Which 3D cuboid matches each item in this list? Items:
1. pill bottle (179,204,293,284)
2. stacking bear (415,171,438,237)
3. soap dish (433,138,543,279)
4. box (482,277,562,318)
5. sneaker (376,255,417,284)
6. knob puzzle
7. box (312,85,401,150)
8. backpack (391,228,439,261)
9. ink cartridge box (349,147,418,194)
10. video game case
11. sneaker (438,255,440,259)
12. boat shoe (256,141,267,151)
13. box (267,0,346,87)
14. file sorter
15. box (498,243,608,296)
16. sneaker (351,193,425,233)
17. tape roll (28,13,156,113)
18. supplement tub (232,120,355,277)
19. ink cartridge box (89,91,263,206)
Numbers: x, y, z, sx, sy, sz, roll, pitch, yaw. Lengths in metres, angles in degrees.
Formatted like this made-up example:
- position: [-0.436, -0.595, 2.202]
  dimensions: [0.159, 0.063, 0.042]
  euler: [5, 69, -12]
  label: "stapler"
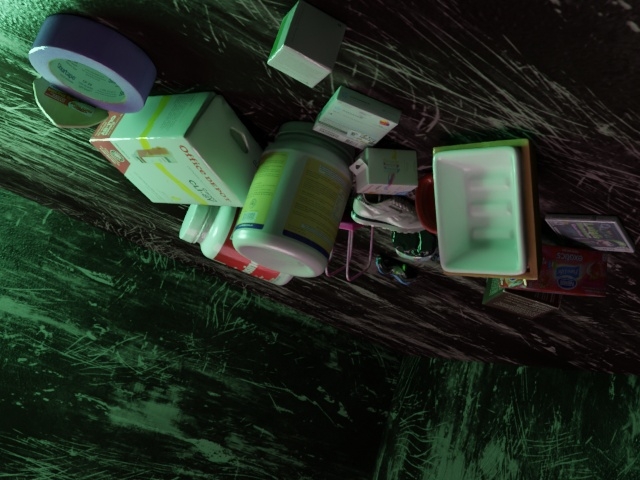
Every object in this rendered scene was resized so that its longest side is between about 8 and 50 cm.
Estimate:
- position: [-0.273, -0.012, 2.392]
  dimensions: [0.407, 0.229, 0.229]
  euler: [23, 163, -18]
  label: "pill bottle"
- position: [0.380, -0.046, 1.728]
  dimensions: [0.175, 0.164, 0.289]
  euler: [3, 163, 39]
  label: "stacking bear"
- position: [0.364, -0.067, 1.466]
  dimensions: [0.229, 0.291, 0.118]
  euler: [1, -170, 43]
  label: "soap dish"
- position: [0.600, 0.117, 1.996]
  dimensions: [0.167, 0.168, 0.203]
  euler: [17, 165, 1]
  label: "box"
- position: [0.282, 0.100, 2.504]
  dimensions: [0.188, 0.067, 0.078]
  euler: [28, 140, -26]
  label: "sneaker"
- position: [-0.628, -0.347, 1.704]
  dimensions: [0.213, 0.213, 0.030]
  euler: [24, 138, -20]
  label: "knob puzzle"
- position: [0.076, -0.266, 1.507]
  dimensions: [0.145, 0.038, 0.186]
  euler: [20, 165, -11]
  label: "box"
- position: [0.294, 0.007, 2.014]
  dimensions: [0.152, 0.115, 0.182]
  euler: [19, -176, 23]
  label: "backpack"
- position: [0.147, -0.163, 1.611]
  dimensions: [0.143, 0.090, 0.092]
  euler: [1, 169, -15]
  label: "ink cartridge box"
- position: [0.685, -0.018, 1.720]
  dimensions: [0.173, 0.022, 0.190]
  euler: [4, 159, 39]
  label: "video game case"
- position: [0.426, 0.024, 2.031]
  dimensions: [0.090, 0.081, 0.232]
  euler: [27, 162, -8]
  label: "sneaker"
- position: [-0.131, -0.212, 1.859]
  dimensions: [0.183, 0.066, 0.066]
  euler: [26, 161, -27]
  label: "boat shoe"
- position: [-0.024, -0.350, 1.215]
  dimensions: [0.102, 0.101, 0.087]
  euler: [24, 163, -21]
  label: "box"
- position: [0.000, 0.000, 2.087]
  dimensions: [0.290, 0.182, 0.202]
  euler: [10, -166, 24]
  label: "file sorter"
- position: [0.620, 0.079, 1.809]
  dimensions: [0.257, 0.123, 0.128]
  euler: [7, 176, -19]
  label: "box"
- position: [0.207, -0.086, 1.898]
  dimensions: [0.235, 0.090, 0.095]
  euler: [6, 123, -12]
  label: "sneaker"
- position: [-0.531, -0.407, 1.592]
  dimensions: [0.275, 0.090, 0.275]
  euler: [16, 164, 4]
  label: "tape roll"
- position: [-0.057, -0.100, 1.674]
  dimensions: [0.241, 0.331, 0.241]
  euler: [17, 164, 5]
  label: "supplement tub"
- position: [-0.369, -0.234, 1.789]
  dimensions: [0.384, 0.160, 0.279]
  euler: [5, 147, 38]
  label: "ink cartridge box"
